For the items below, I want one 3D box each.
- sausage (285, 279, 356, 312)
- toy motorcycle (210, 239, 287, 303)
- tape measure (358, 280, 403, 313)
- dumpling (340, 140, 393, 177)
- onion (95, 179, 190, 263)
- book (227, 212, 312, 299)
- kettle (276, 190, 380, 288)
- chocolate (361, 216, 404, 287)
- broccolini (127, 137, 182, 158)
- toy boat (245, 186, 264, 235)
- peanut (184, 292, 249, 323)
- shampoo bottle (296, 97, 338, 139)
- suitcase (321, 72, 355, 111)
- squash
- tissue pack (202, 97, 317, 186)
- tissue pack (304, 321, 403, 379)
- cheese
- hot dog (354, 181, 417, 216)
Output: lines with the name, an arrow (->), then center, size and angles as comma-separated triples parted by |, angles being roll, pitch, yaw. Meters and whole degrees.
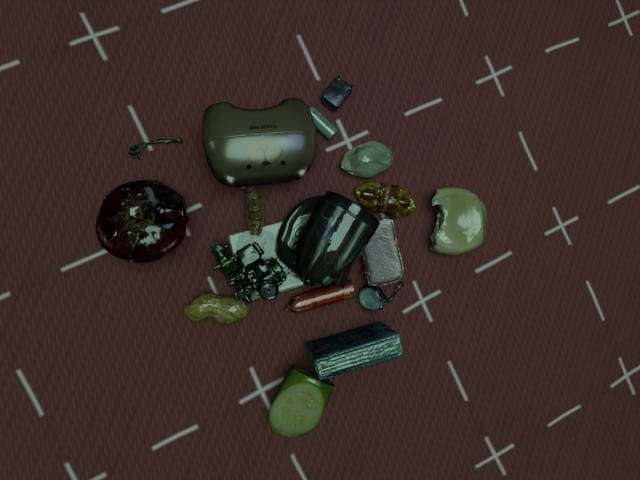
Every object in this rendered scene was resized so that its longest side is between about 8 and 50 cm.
sausage -> -0.003, 0.215, 1.696 | 0.273, 0.074, 0.074 | -14, 91, -10
toy motorcycle -> -0.253, 0.093, 1.588 | 0.205, 0.127, 0.275 | -31, 100, -6
tape measure -> 0.234, 0.202, 1.760 | 0.107, 0.104, 0.179 | 47, 48, 13
dumpling -> 0.176, -0.321, 1.739 | 0.180, 0.111, 0.155 | 13, 55, -16
onion -> -0.599, -0.062, 1.535 | 0.313, 0.232, 0.314 | 1, 64, -3
book -> -0.136, 0.056, 1.695 | 0.370, 0.043, 0.261 | -16, 92, -11
kettle -> 0.000, 0.000, 1.616 | 0.320, 0.228, 0.324 | 30, 86, 15
chocolate -> 0.224, 0.050, 1.739 | 0.160, 0.083, 0.262 | -7, 80, -8
broccolini -> -0.598, -0.348, 1.628 | 0.194, 0.054, 0.052 | -23, 73, -12
toy boat -> -0.239, -0.114, 1.643 | 0.064, 0.072, 0.206 | -5, 71, -7
peanut -> -0.371, 0.244, 1.620 | 0.229, 0.098, 0.103 | 7, 63, -7
shampoo bottle -> -0.020, -0.470, 1.727 | 0.195, 0.056, 0.056 | 42, 82, -5
suitcase -> 0.064, -0.569, 1.743 | 0.086, 0.059, 0.126 | 36, 83, -6
squash -> -0.078, 0.597, 1.613 | 0.189, 0.189, 0.261 | 27, 81, -8
tissue pack -> -0.209, -0.323, 1.577 | 0.386, 0.267, 0.277 | -6, 85, -12
tissue pack -> 0.116, 0.394, 1.634 | 0.315, 0.228, 0.103 | -14, 95, -11
cheese -> 0.525, -0.076, 1.775 | 0.232, 0.127, 0.267 | 6, 86, -10
hot dog -> 0.260, -0.159, 1.747 | 0.261, 0.093, 0.124 | 7, 86, -10
